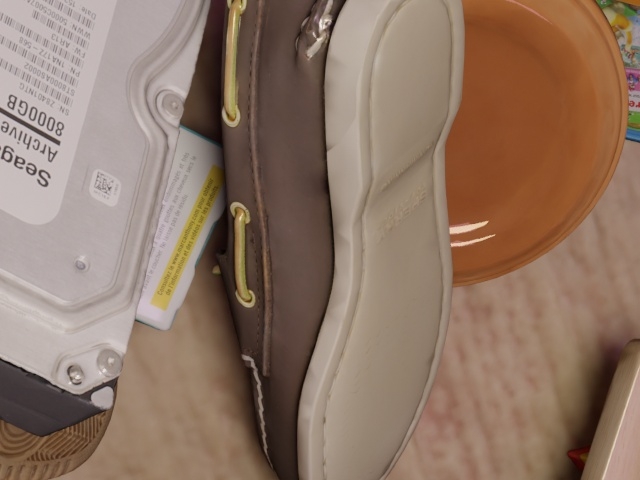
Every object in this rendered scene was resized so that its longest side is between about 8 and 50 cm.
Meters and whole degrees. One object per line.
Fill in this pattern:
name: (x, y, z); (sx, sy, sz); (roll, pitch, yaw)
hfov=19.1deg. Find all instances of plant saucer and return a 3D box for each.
plant saucer: (0.066, -0.062, 1.004); (0.200, 0.037, 0.200); (-2, 113, -5)

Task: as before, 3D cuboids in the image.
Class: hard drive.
hard drive: (-0.163, -0.111, 0.849); (0.237, 0.064, 0.339); (30, 55, -29)

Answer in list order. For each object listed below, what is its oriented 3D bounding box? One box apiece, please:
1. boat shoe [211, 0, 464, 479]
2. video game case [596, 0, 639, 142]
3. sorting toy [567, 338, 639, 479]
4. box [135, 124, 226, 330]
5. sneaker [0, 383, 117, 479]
boat shoe: (0.000, 0.000, 0.951); (0.116, 0.097, 0.324); (-38, 142, -41)
video game case: (0.167, -0.145, 1.092); (0.119, 0.015, 0.166); (11, 88, -21)
sorting toy: (0.231, 0.211, 1.094); (0.255, 0.089, 0.257); (20, 86, -20)
box: (-0.169, -0.049, 0.946); (0.244, 0.060, 0.100); (26, 83, -20)
sneaker: (-0.233, 0.038, 0.919); (0.282, 0.153, 0.099); (26, 80, -50)
